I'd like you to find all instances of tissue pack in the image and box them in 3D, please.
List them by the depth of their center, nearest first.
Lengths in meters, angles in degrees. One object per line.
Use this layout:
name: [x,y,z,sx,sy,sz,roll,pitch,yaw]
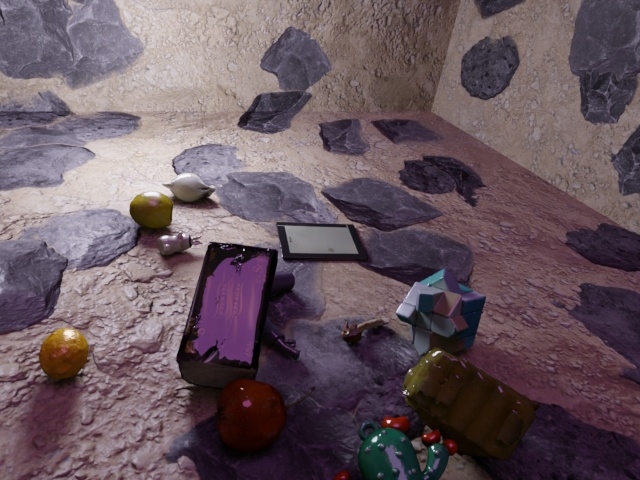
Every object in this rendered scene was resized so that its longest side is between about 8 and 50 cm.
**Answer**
tissue pack: [-0.241,0.198,1.311,0.209,0.198,0.370,6,54,-1]

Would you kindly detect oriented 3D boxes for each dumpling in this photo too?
dumpling: [-0.568,-0.227,2.080,0.228,0.124,0.151,11,-4,-7]

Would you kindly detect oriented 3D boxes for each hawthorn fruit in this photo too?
hawthorn fruit: [-0.120,0.419,1.183,0.285,0.165,0.165,10,26,-41]

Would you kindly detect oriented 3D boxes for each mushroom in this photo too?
mushroom: [0.143,0.275,1.526,0.187,0.062,0.060,-15,34,-40]

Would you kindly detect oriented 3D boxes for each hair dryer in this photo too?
hair dryer: [-0.155,0.231,1.503,0.300,0.121,0.361,-7,44,-39]

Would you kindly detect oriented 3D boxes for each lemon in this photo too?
lemon: [-0.662,0.288,1.239,0.114,0.114,0.155,-7,32,-24]

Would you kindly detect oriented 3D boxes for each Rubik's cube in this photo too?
Rubik's cube: [0.373,0.224,1.485,0.212,0.266,0.224,-4,20,-39]

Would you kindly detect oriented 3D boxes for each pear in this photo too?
pear: [-0.644,-0.117,1.840,0.161,0.149,0.149,14,32,-6]

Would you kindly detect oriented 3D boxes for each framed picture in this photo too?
framed picture: [0.000,0.000,1.951,0.346,0.016,0.265,1,34,-14]

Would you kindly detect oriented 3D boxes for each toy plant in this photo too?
toy plant: [0.171,0.547,0.987,0.185,0.279,0.400,37,19,-42]

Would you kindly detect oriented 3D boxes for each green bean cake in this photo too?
green bean cake: [0.343,0.400,1.194,0.284,0.202,0.310,31,-2,14]

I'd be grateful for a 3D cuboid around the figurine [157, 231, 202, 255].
figurine: [-0.518,-0.002,1.755,0.146,0.081,0.098,-18,41,-36]
